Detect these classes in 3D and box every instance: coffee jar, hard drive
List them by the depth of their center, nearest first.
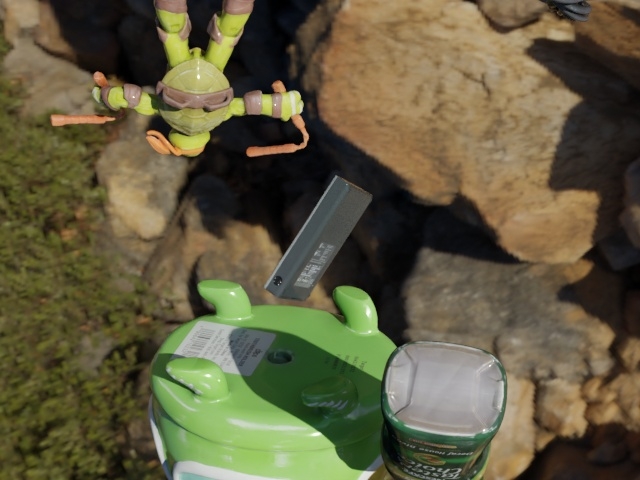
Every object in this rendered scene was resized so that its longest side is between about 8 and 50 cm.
[{"bbox_3d":[0.096,0.149,0.939,0.096,0.184,0.079,7,65,7],"label":"coffee jar"},{"bbox_3d":[0.000,0.000,1.185,0.022,0.094,0.135,35,95,18],"label":"hard drive"}]

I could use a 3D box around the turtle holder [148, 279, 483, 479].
[{"bbox_3d":[-0.013,0.184,1.179,0.243,0.320,0.227,-120,29,-60],"label":"turtle holder"}]

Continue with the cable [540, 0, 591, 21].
[{"bbox_3d":[0.187,-0.252,1.038,0.150,0.184,0.047,45,107,33],"label":"cable"}]

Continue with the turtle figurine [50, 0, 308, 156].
[{"bbox_3d":[-0.139,-0.165,1.149,0.270,0.087,0.217,6,125,-3],"label":"turtle figurine"}]
